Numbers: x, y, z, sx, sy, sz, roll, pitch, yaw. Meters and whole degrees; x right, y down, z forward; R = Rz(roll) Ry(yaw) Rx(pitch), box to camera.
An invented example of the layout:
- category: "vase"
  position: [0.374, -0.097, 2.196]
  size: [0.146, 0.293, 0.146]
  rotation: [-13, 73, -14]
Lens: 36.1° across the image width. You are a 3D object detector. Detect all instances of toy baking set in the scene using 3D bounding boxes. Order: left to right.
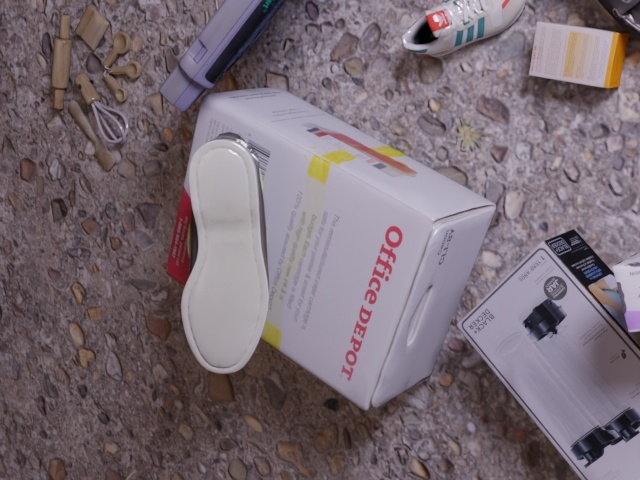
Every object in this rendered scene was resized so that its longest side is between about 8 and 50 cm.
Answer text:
- category: "toy baking set"
  position: [-0.380, -0.254, 1.623]
  size: [0.196, 0.030, 0.256]
  rotation: [29, 117, 30]

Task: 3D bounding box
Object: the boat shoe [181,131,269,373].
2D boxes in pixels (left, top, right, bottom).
- category: "boat shoe"
  position: [-0.115, 0.016, 1.230]
  size: [0.109, 0.091, 0.305]
  rotation: [3, 108, 1]

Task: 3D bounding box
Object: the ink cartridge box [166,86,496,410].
- category: "ink cartridge box"
  position: [0.000, 0.000, 1.297]
  size: [0.384, 0.160, 0.279]
  rotation: [32, 119, 30]

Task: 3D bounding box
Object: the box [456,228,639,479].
- category: "box"
  position: [0.315, 0.152, 1.131]
  size: [0.290, 0.087, 0.169]
  rotation: [51, 126, 18]

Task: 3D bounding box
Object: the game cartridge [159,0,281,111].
- category: "game cartridge"
  position: [-0.057, -0.326, 1.229]
  size: [0.068, 0.230, 0.355]
  rotation: [37, 127, -12]

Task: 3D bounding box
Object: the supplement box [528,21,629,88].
- category: "supplement box"
  position: [0.289, -0.209, 1.101]
  size: [0.098, 0.036, 0.062]
  rotation: [18, 111, 34]

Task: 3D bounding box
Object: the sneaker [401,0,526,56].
- category: "sneaker"
  position: [0.167, -0.261, 1.161]
  size: [0.161, 0.075, 0.057]
  rotation: [-22, 86, 40]

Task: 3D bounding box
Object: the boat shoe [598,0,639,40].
- category: "boat shoe"
  position: [0.297, -0.327, 1.030]
  size: [0.112, 0.095, 0.335]
  rotation: [-40, 75, 37]

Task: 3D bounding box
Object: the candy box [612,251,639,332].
- category: "candy box"
  position: [0.405, 0.026, 0.961]
  size: [0.165, 0.196, 0.070]
  rotation: [-12, 92, 40]
